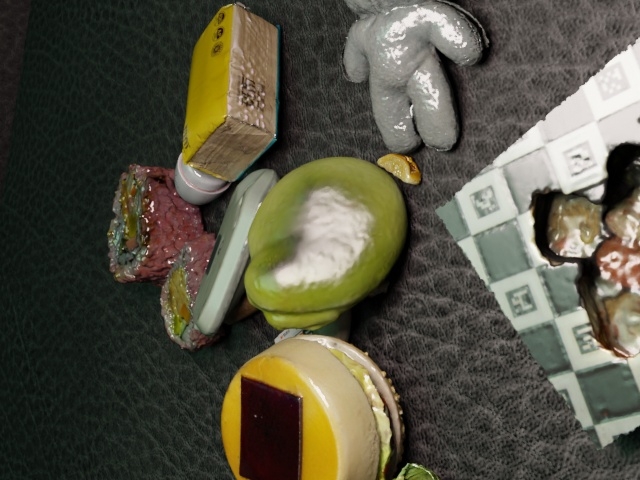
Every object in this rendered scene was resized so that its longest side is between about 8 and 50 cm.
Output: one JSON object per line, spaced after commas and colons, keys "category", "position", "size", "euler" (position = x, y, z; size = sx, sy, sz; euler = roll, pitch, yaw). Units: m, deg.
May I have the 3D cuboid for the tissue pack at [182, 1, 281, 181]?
{"category": "tissue pack", "position": [-0.170, -0.278, 1.614], "size": [0.192, 0.134, 0.271], "euler": [-37, 45, 48]}

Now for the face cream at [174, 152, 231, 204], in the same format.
{"category": "face cream", "position": [-0.240, -0.136, 1.744], "size": [0.104, 0.117, 0.117], "euler": [-48, 48, 50]}

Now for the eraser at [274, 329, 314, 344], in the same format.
{"category": "eraser", "position": [-0.036, 0.168, 1.490], "size": [0.122, 0.029, 0.052], "euler": [-44, 51, 43]}

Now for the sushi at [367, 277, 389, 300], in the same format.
{"category": "sushi", "position": [0.078, 0.062, 1.346], "size": [0.083, 0.044, 0.046], "euler": [47, 145, 49]}

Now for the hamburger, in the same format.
{"category": "hamburger", "position": [-0.008, 0.286, 1.285], "size": [0.300, 0.176, 0.300], "euler": [9, 104, 40]}

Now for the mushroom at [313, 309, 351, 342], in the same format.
{"category": "mushroom", "position": [-0.006, 0.079, 1.403], "size": [0.118, 0.103, 0.270], "euler": [-41, 59, 44]}

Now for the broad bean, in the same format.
{"category": "broad bean", "position": [0.000, 0.000, 1.302], "size": [0.238, 0.119, 0.291], "euler": [39, 85, 27]}

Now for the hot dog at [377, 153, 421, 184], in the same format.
{"category": "hot dog", "position": [0.123, -0.115, 1.302], "size": [0.090, 0.030, 0.034], "euler": [41, 116, 49]}

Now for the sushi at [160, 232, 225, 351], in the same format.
{"category": "sushi", "position": [-0.260, 0.102, 1.736], "size": [0.161, 0.107, 0.241], "euler": [8, 106, 53]}

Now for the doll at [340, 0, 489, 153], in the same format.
{"category": "doll", "position": [0.131, -0.299, 1.247], "size": [0.245, 0.158, 0.341], "euler": [-7, 109, 49]}

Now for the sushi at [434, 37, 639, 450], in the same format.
{"category": "sushi", "position": [0.340, 0.003, 0.942], "size": [0.320, 0.068, 0.339], "euler": [-45, 66, 32]}

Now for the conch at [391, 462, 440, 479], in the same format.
{"category": "conch", "position": [0.134, 0.355, 1.185], "size": [0.121, 0.074, 0.089], "euler": [7, 102, 59]}

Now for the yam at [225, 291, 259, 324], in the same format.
{"category": "yam", "position": [-0.110, 0.101, 1.590], "size": [0.264, 0.046, 0.046], "euler": [-33, 60, 47]}

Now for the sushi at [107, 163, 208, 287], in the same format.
{"category": "sushi", "position": [-0.354, -0.032, 1.850], "size": [0.236, 0.170, 0.270], "euler": [-19, 68, 53]}

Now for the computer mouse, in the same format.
{"category": "computer mouse", "position": [-0.147, 0.023, 1.581], "size": [0.197, 0.095, 0.331], "euler": [-135, 66, -77]}
